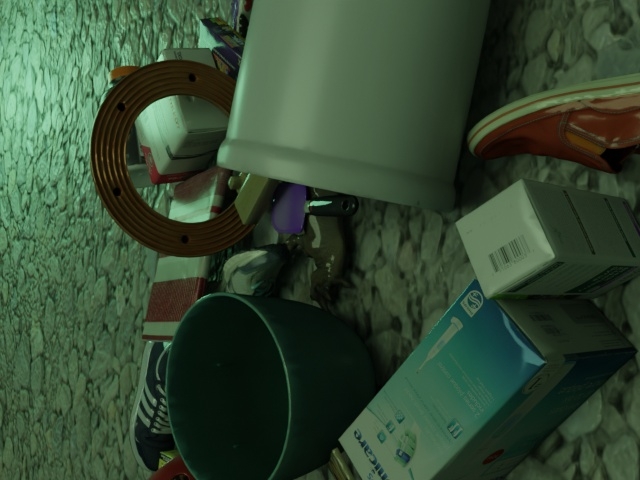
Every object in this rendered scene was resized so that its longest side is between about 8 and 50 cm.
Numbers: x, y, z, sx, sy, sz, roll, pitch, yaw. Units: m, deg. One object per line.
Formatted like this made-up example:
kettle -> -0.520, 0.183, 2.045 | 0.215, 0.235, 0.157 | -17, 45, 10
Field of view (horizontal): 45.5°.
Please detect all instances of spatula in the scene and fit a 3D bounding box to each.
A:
spatula -> -0.013, -0.049, 1.150 | 0.296, 0.030, 0.084 | -175, 91, -68

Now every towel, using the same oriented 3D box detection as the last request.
towel -> -0.250, 0.031, 1.438 | 0.237, 0.037, 0.329 | -11, 66, 59

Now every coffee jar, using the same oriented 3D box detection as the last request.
coffee jar -> -0.181, 0.280, 1.353 | 0.184, 0.079, 0.096 | 111, 148, -67

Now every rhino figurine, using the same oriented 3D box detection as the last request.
rhino figurine -> 0.000, 0.000, 1.242 | 0.106, 0.073, 0.243 | -14, 79, 46

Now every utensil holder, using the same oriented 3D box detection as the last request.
utensil holder -> 0.054, -0.256, 1.029 | 0.328, 0.328, 0.385 | 15, 96, 45

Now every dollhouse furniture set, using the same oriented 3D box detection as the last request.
dollhouse furniture set -> -0.078, -0.131, 1.296 | 0.144, 0.123, 0.151 | -57, 48, 42

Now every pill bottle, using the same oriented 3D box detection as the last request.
pill bottle -> -0.395, -0.245, 1.624 | 0.130, 0.130, 0.245 | -26, 69, 42

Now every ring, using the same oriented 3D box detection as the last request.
ring -> -0.228, -0.138, 1.304 | 0.032, 0.337, 0.336 | -6, 83, 57

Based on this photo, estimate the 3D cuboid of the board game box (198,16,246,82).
board game box -> -0.174, -0.316, 1.427 | 0.170, 0.048, 0.141 | 47, 142, 37

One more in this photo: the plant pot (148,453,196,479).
plant pot -> -0.205, 0.490, 1.337 | 0.174, 0.191, 0.191 | 39, 114, 37

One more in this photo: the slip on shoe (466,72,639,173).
slip on shoe -> 0.320, -0.127, 0.897 | 0.331, 0.123, 0.101 | -5, 88, 41

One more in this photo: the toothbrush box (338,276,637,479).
toothbrush box -> 0.196, 0.190, 0.924 | 0.295, 0.216, 0.126 | -54, 52, 28

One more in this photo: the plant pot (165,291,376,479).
plant pot -> -0.058, 0.222, 1.168 | 0.293, 0.235, 0.293 | -2, 87, 45

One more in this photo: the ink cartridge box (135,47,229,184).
ink cartridge box -> -0.268, -0.234, 1.460 | 0.237, 0.100, 0.172 | -36, 68, 57

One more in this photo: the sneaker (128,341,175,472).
sneaker -> -0.292, 0.325, 1.501 | 0.153, 0.099, 0.282 | 1, 85, 48

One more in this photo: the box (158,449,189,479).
box -> -0.272, 0.522, 1.476 | 0.058, 0.087, 0.232 | 10, 94, 45

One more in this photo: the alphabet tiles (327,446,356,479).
alphabet tiles -> 0.099, 0.436, 0.998 | 0.342, 0.011, 0.285 | 59, 168, 18

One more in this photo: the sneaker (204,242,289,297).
sneaker -> -0.125, 0.101, 1.354 | 0.283, 0.110, 0.122 | -43, 64, 46

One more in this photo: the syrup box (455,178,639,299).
syrup box -> 0.268, 0.005, 0.848 | 0.093, 0.237, 0.096 | -37, 60, 38

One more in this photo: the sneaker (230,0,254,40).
sneaker -> -0.141, -0.457, 1.425 | 0.071, 0.068, 0.169 | 28, 108, 49
